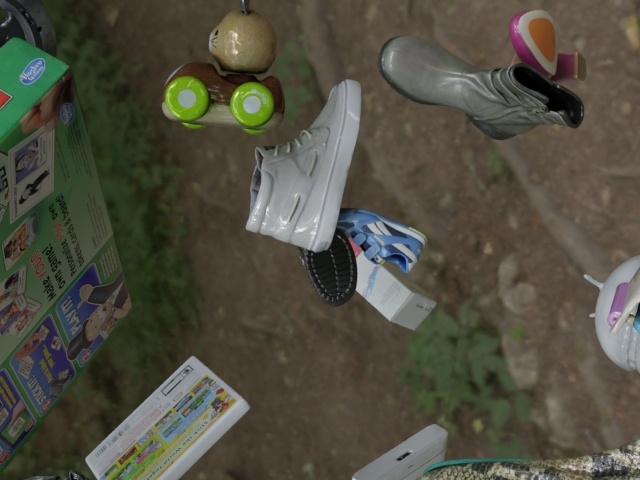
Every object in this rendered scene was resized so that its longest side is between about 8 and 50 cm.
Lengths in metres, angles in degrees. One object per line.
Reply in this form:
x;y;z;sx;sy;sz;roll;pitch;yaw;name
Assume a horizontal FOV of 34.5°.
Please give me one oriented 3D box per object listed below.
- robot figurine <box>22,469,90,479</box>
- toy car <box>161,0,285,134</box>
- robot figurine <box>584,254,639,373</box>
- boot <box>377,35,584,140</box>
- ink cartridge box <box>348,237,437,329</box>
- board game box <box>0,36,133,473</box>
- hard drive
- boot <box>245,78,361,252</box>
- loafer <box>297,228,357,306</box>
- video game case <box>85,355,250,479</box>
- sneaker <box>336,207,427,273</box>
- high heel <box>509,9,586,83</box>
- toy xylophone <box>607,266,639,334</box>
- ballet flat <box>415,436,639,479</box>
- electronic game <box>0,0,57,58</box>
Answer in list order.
-0.275;0.410;1.273;0.085;0.291;0.211;82;-153;-75;robot figurine
-0.111;-0.229;1.248;0.155;0.149;0.188;-144;59;-87;toy car
0.594;0.137;1.646;0.353;0.300;0.200;17;48;29;robot figurine
0.210;-0.208;1.325;0.161;0.246;0.083;-6;63;65;boot
0.119;0.083;1.952;0.175;0.127;0.072;42;98;29;ink cartridge box
-0.220;0.045;0.676;0.213;0.046;0.317;-53;-15;-26;board game box
0.131;0.535;1.912;0.047;0.233;0.353;28;125;36;hard drive
-0.024;-0.116;1.378;0.095;0.123;0.258;119;164;-63;boot
0.000;0.000;1.631;0.078;0.080;0.220;108;145;-77;loafer
-0.225;0.281;1.494;0.227;0.026;0.206;-44;27;-12;video game case
0.074;-0.002;1.411;0.053;0.144;0.059;133;157;-73;sneaker
0.276;-0.259;1.422;0.117;0.244;0.082;1;90;31;high heel
0.527;0.088;1.264;0.323;0.236;0.081;20;119;24;toy xylophone
0.338;0.316;1.181;0.483;0.164;0.182;-13;37;9;ballet flat
-0.472;-0.261;1.387;0.229;0.229;0.048;-63;30;19;electronic game
